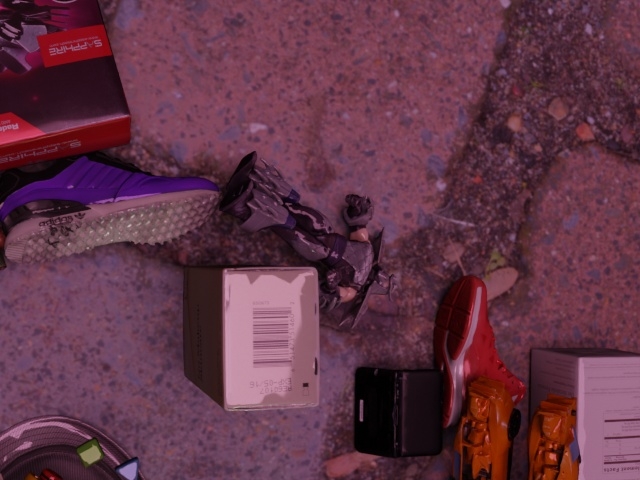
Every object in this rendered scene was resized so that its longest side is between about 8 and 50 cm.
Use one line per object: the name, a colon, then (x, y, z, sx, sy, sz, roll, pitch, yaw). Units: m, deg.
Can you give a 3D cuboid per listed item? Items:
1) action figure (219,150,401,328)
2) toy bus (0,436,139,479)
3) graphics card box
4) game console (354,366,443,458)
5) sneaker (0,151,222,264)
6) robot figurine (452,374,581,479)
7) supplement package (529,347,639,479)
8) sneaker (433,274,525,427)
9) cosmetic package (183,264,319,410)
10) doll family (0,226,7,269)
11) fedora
action figure: (0.000, 0.000, 1.334, 0.285, 0.099, 0.185, 34, 43, -20)
toy bus: (-0.294, 0.336, 1.138, 0.202, 0.104, 0.191, -13, 86, -13)
graphics card box: (-0.390, -0.277, 1.222, 0.232, 0.094, 0.371, -14, 79, -15)
game console: (0.110, 0.241, 1.409, 0.071, 0.107, 0.122, 3, 87, -51)
sneaker: (-0.273, -0.070, 1.284, 0.293, 0.102, 0.146, -10, 63, -29)
robot figurine: (0.264, 0.341, 1.366, 0.085, 0.211, 0.291, -19, 114, -54)
supplement package: (0.394, 0.284, 1.447, 0.133, 0.139, 0.244, 1, 89, -17)
sneaker: (0.235, 0.163, 1.445, 0.128, 0.087, 0.221, 8, 99, -24)
cosmetic package: (-0.093, 0.108, 1.224, 0.113, 0.309, 0.160, 0, 88, -16)
doll family: (-0.459, -0.039, 1.231, 0.111, 0.076, 0.193, -41, 108, -42)
fedora: (-0.327, 0.365, 1.248, 0.243, 0.124, 0.275, -32, 98, -15)
